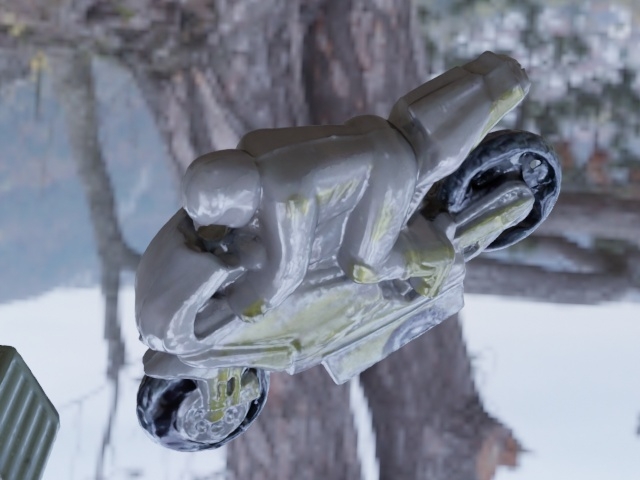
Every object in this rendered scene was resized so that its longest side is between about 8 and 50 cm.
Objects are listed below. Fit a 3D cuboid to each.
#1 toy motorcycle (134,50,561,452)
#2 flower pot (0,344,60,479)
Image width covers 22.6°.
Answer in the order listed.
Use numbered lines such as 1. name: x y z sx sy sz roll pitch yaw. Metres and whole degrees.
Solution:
1. toy motorcycle: 0.000 0.000 1.053 0.108 0.341 0.223 55 177 45
2. flower pot: -0.429 0.246 1.820 0.209 0.239 0.189 35 -154 -15
